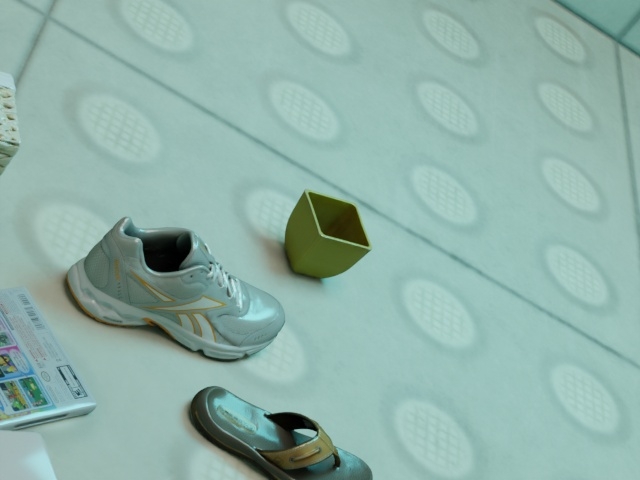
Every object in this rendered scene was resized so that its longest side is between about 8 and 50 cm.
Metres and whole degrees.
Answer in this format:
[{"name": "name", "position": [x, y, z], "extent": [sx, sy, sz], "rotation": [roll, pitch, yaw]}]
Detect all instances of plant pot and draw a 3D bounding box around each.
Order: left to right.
[{"name": "plant pot", "position": [0.000, 0.000, 2.051], "extent": [0.081, 0.083, 0.081], "rotation": [16, 40, -34]}]

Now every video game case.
[{"name": "video game case", "position": [-0.313, 0.116, 1.644], "extent": [0.143, 0.019, 0.157], "rotation": [-8, 56, -50]}]

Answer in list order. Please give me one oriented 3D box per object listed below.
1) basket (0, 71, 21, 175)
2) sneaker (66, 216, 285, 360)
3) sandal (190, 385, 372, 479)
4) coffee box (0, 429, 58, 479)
[{"name": "basket", "position": [-0.409, -0.120, 1.751], "extent": [0.167, 0.113, 0.103], "rotation": [10, 44, -38]}, {"name": "sneaker", "position": [-0.136, 0.048, 1.815], "extent": [0.262, 0.121, 0.099], "rotation": [15, 40, -34]}, {"name": "sandal", "position": [-0.034, 0.211, 1.775], "extent": [0.219, 0.060, 0.090], "rotation": [33, 32, -11]}, {"name": "coffee box", "position": [-0.345, 0.338, 1.030], "extent": [0.338, 0.338, 0.334], "rotation": [9, 42, -40]}]
